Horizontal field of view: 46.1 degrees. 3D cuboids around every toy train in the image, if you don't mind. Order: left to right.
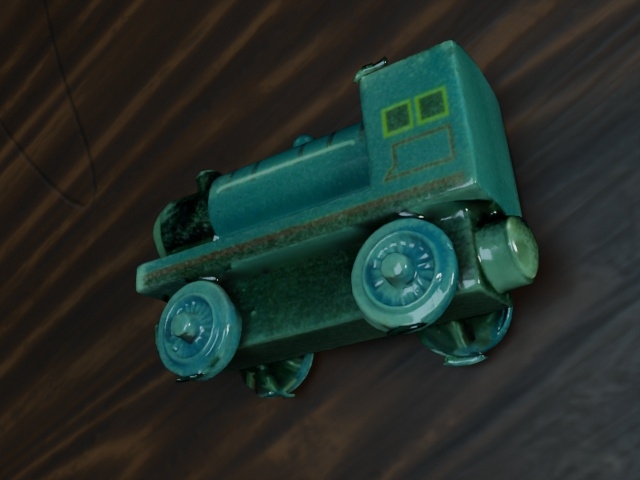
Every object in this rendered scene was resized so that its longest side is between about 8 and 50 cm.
[{"bbox_3d":[0.000,0.000,0.534,0.298,0.120,0.194,-17,65,28],"label":"toy train"}]
